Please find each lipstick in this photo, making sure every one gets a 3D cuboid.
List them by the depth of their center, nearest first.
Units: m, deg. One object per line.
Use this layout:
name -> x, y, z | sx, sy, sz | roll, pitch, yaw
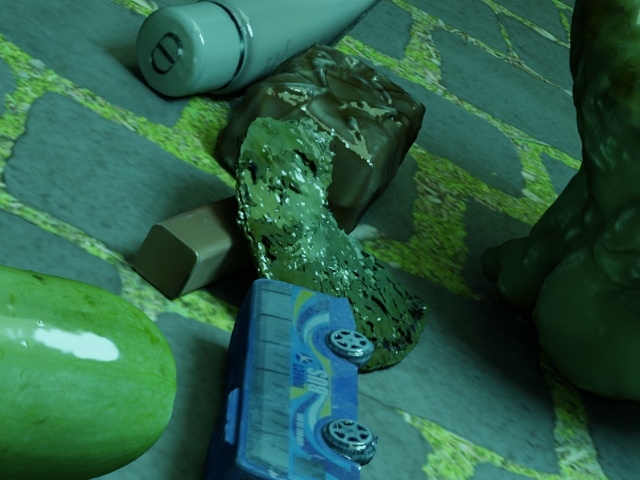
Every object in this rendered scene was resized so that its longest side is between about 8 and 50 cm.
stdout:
lipstick -> -0.076, 0.000, 1.108 | 0.045, 0.045, 0.145 | 39, 26, 14

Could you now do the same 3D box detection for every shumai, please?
shumai -> 0.292, -0.035, 1.258 | 0.324, 0.323, 0.397 | 20, 38, -16

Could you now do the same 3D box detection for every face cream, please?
face cream -> -0.046, -0.193, 1.440 | 0.314, 0.143, 0.089 | -17, 69, -53

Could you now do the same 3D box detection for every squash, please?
squash -> -0.241, 0.053, 0.734 | 0.371, 0.118, 0.118 | 10, 31, -31

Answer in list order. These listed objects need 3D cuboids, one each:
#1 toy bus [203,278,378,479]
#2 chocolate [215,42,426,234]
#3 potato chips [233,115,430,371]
toy bus -> -0.019, 0.113, 0.928 | 0.094, 0.079, 0.236 | 11, 26, -5
chocolate -> 0.006, -0.101, 1.343 | 0.148, 0.093, 0.214 | 31, 24, 3
potato chips -> 0.003, -0.002, 1.143 | 0.202, 0.029, 0.220 | -7, 65, -55
